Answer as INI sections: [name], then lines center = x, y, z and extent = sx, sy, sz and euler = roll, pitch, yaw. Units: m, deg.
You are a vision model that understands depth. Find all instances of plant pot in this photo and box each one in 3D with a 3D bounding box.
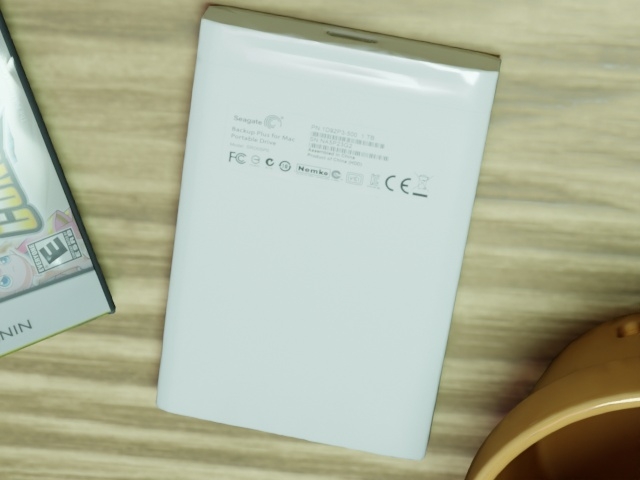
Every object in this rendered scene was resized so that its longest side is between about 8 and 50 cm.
[plant pot]
center = 0.238, 0.181, 1.338
extent = 0.291, 0.203, 0.290
euler = 4, 116, 8

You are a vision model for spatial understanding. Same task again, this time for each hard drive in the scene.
[hard drive]
center = 0.000, 0.000, 1.380
extent = 0.203, 0.040, 0.307
euler = 11, 117, 4

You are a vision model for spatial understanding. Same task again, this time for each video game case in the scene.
[video game case]
center = -0.304, -0.025, 1.365
extent = 0.248, 0.035, 0.274
euler = -22, 113, -8
